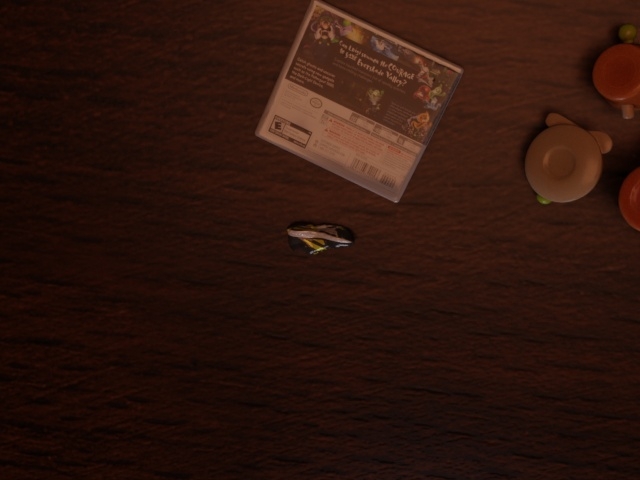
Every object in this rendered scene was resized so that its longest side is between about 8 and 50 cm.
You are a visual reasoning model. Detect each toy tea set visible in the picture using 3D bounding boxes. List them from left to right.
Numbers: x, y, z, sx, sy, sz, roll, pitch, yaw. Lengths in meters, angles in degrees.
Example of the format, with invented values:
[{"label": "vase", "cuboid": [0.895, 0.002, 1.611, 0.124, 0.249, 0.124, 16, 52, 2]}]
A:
[{"label": "toy tea set", "cuboid": [0.381, -0.151, 0.879, 0.200, 0.124, 0.336, 39, 113, 27]}]

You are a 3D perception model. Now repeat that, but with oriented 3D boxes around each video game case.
[{"label": "video game case", "cuboid": [0.042, -0.160, 0.951, 0.190, 0.022, 0.173, 26, 107, 1]}]

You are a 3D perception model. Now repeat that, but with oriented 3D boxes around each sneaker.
[{"label": "sneaker", "cuboid": [0.000, 0.000, 0.998, 0.083, 0.031, 0.035, 9, 120, 10]}]
